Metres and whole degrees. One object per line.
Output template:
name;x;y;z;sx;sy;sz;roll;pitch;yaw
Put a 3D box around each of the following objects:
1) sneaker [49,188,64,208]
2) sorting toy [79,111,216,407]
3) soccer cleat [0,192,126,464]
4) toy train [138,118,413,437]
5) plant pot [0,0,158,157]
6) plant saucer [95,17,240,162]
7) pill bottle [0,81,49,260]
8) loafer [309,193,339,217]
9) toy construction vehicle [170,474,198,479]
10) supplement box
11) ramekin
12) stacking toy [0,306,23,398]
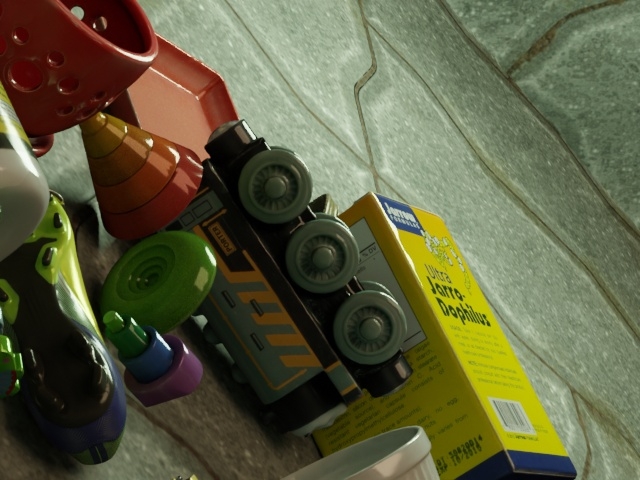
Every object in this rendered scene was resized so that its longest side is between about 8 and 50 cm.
sneaker;-0.286;-0.050;1.903;0.083;0.031;0.035;38;-7;-20
sorting toy;-0.184;-0.005;1.886;0.126;0.127;0.365;52;18;-38
soccer cleat;-0.241;0.073;1.755;0.121;0.093;0.289;81;-12;-51
toy train;-0.047;0.043;2.069;0.334;0.190;0.142;56;2;-6
plant pot;-0.278;-0.185;1.886;0.191;0.174;0.191;43;17;-16
plant saucer;-0.165;-0.129;2.281;0.258;0.047;0.259;29;32;-52
pill bottle;-0.364;-0.135;1.602;0.188;0.188;0.334;14;46;-62
loafer;0.000;0.000;2.460;0.050;0.056;0.148;46;31;-27
toy construction vehicle;-0.116;0.255;1.795;0.086;0.035;0.098;56;19;2
supplement box;0.098;0.154;2.225;0.195;0.194;0.356;16;44;-61
ramekin;0.026;0.267;1.873;0.109;0.207;0.207;65;19;-1
stacking toy;-0.268;0.088;1.471;0.052;0.221;0.167;2;47;-21
